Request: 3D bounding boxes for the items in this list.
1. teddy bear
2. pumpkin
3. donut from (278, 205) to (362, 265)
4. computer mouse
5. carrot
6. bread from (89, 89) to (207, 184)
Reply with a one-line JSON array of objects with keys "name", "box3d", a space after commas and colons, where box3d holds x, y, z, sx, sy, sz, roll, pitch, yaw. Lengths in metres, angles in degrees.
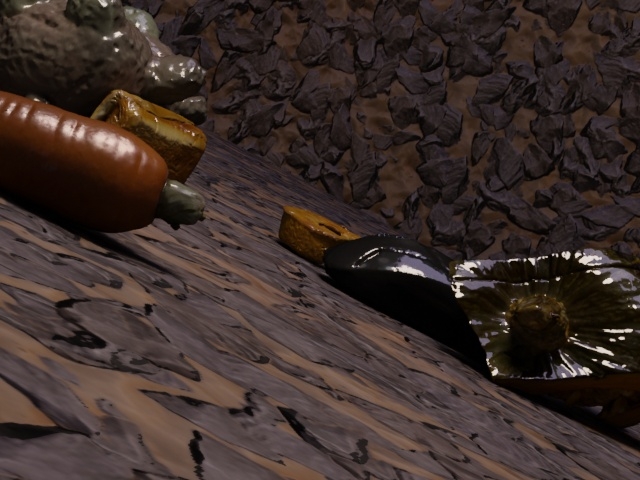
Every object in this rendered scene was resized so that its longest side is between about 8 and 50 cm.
[{"name": "teddy bear", "box3d": [-0.230, -0.179, 1.477, 0.236, 0.151, 0.267, 14, 3, 24]}, {"name": "pumpkin", "box3d": [0.244, 0.078, 1.281, 0.126, 0.131, 0.248, -28, -32, 37]}, {"name": "donut", "box3d": [0.000, 0.000, 1.478, 0.097, 0.043, 0.108, 31, 7, 40]}, {"name": "computer mouse", "box3d": [0.107, 0.048, 1.357, 0.217, 0.073, 0.122, 30, 6, -7]}, {"name": "carrot", "box3d": [-0.229, -0.073, 0.879, 0.336, 0.069, 0.069, 20, 5, -7]}, {"name": "bread", "box3d": [-0.173, -0.099, 1.405, 0.132, 0.074, 0.053, 20, 19, -51]}]
